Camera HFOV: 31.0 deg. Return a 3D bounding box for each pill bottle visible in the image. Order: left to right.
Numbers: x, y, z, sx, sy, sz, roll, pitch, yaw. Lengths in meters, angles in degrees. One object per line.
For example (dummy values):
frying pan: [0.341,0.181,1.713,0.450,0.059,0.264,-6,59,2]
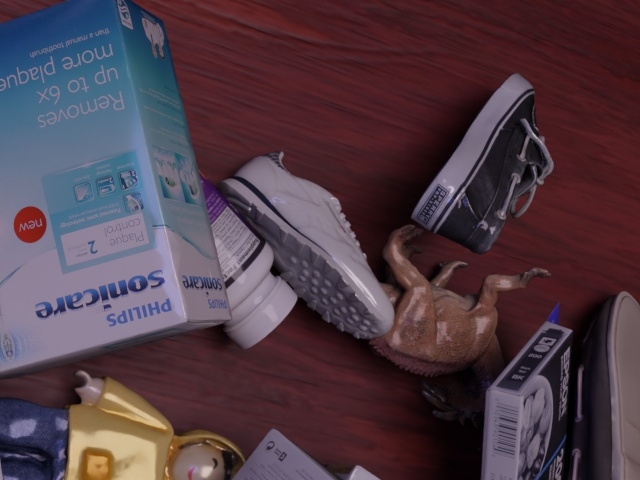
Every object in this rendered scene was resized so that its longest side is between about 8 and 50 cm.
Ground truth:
pill bottle: [-0.115,0.013,1.145,0.193,0.108,0.108,48,63,-12]

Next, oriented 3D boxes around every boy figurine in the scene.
boy figurine: [-0.202,0.215,1.073,0.285,0.092,0.177,14,71,-21]

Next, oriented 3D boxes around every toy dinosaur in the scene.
toy dinosaur: [0.119,0.105,1.244,0.295,0.127,0.200,19,79,-17]

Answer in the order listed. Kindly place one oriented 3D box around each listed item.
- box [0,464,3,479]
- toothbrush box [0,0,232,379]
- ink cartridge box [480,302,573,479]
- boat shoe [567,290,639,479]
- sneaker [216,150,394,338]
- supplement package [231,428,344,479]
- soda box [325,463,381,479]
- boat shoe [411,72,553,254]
box: [-0.357,0.142,0.889,0.182,0.119,0.181,-1,77,-42]
toothbrush box: [-0.225,-0.042,1.024,0.216,0.126,0.296,-14,84,13]
ink cartridge box: [0.228,0.200,1.223,0.208,0.045,0.206,-37,133,-52]
boat shoe: [0.324,0.203,1.329,0.112,0.095,0.335,42,42,-31]
sneaker: [0.000,0.000,1.190,0.235,0.090,0.095,46,54,11]
supplement package: [-0.017,0.351,1.007,0.263,0.199,0.198,-51,124,-6]
soda box: [0.089,0.316,1.207,0.216,0.074,0.069,35,67,-17]
boat shoe: [0.200,-0.085,1.269,0.105,0.113,0.306,34,34,3]
